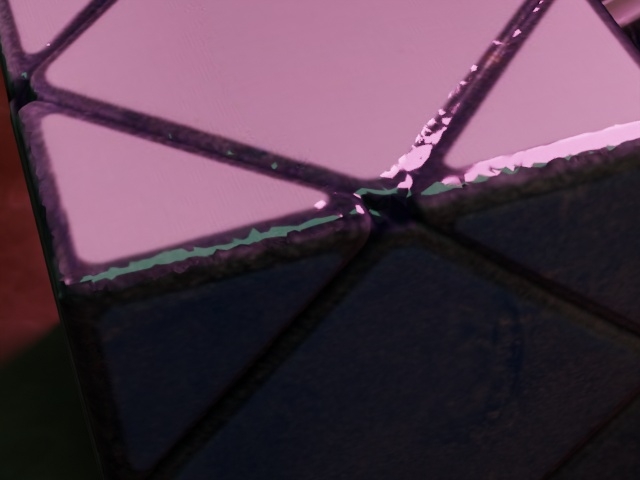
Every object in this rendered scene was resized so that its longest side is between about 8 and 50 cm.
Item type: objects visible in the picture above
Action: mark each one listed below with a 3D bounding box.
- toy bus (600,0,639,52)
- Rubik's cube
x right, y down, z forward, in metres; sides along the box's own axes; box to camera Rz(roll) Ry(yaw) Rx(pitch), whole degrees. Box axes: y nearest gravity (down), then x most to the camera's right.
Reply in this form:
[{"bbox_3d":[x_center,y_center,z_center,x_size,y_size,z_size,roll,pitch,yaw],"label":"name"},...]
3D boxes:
[{"bbox_3d":[0.182,-0.073,0.615,0.179,0.143,0.306,-23,74,19],"label":"toy bus"},{"bbox_3d":[0.000,0.000,0.593,0.205,0.205,0.207,-15,45,-10],"label":"Rubik's cube"}]
